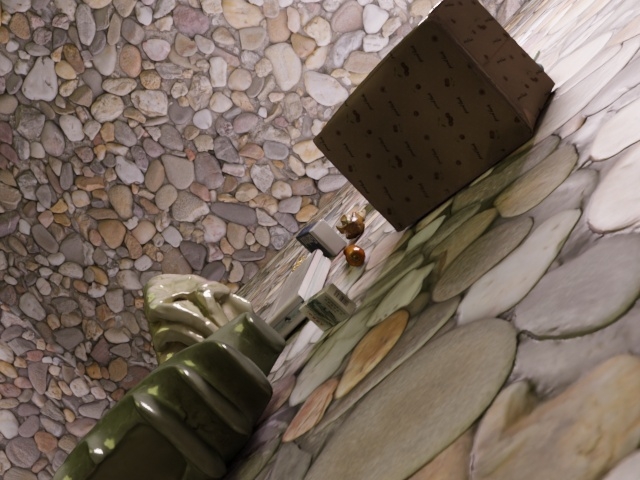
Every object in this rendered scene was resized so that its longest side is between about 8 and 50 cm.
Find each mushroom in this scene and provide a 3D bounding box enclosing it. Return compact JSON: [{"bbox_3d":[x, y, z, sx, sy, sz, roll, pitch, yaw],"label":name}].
[{"bbox_3d":[0.081,-0.047,1.422,0.060,0.061,0.187,-50,0,15],"label":"mushroom"}]

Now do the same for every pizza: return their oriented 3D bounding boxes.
[{"bbox_3d":[-0.068,0.072,1.863,0.037,0.016,0.083,-30,14,48],"label":"pizza"}]

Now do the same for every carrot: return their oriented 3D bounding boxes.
[{"bbox_3d":[0.064,0.026,1.159,0.037,0.037,0.190,-46,2,2],"label":"carrot"}]

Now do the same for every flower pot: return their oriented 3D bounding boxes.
[{"bbox_3d":[-0.203,0.263,0.799,0.367,0.164,0.254,-47,0,5],"label":"flower pot"}]

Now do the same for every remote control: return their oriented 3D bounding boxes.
[{"bbox_3d":[-0.040,0.107,1.229,0.103,0.055,0.277,-45,7,17],"label":"remote control"}]

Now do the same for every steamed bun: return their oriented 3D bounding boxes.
[{"bbox_3d":[-0.208,0.192,1.109,0.207,0.268,0.280,-12,12,-16],"label":"steamed bun"}]

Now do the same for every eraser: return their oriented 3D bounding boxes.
[{"bbox_3d":[0.000,0.000,1.507,0.046,0.092,0.212,-47,7,-12],"label":"eraser"}]

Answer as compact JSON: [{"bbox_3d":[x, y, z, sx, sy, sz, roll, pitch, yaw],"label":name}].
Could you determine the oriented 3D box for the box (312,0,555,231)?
[{"bbox_3d":[0.177,-0.206,0.960,0.297,0.225,0.190,-40,6,44],"label":"box"}]

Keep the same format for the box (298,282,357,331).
[{"bbox_3d":[0.010,0.102,0.895,0.083,0.054,0.024,-40,11,50],"label":"box"}]

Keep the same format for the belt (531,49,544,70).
[{"bbox_3d":[0.288,-0.246,1.118,0.302,0.087,0.072,-41,4,45],"label":"belt"}]
